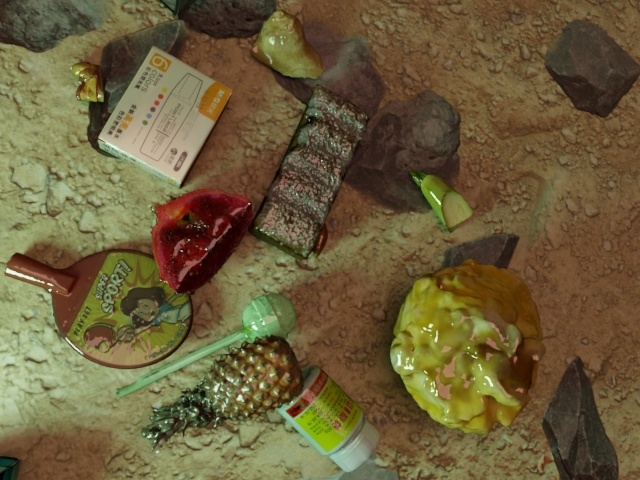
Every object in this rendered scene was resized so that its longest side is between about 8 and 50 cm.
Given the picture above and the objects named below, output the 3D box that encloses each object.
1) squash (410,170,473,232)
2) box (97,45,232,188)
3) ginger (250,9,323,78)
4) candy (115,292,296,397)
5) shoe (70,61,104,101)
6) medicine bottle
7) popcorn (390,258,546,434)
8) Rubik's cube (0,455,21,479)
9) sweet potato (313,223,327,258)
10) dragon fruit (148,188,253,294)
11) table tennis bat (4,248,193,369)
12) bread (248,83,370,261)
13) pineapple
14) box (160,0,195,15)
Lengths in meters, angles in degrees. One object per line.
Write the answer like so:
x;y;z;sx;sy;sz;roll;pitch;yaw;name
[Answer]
0.316;-0.118;1.616;0.090;0.075;0.200;-42;92;8;squash
-0.363;-0.289;1.444;0.220;0.091;0.274;26;76;-11;box
-0.063;-0.501;1.556;0.193;0.122;0.115;23;56;-17;ginger
-0.255;0.252;1.394;0.439;0.119;0.119;-27;89;-11;candy
-0.539;-0.370;1.418;0.069;0.072;0.109;-12;85;-22;shoe
0.018;0.410;1.411;0.225;0.139;0.139;46;73;-4;medicine bottle
0.340;0.250;1.442;0.344;0.354;0.390;11;34;7;popcorn
-0.702;0.508;1.173;0.180;0.183;0.167;12;79;-15;Rubik's cube
0.000;0.000;1.529;0.034;0.034;0.095;16;75;-13;sweet potato
-0.294;-0.023;1.402;0.211;0.134;0.262;40;79;8;dragon fruit
-0.485;0.129;1.355;0.414;0.051;0.268;23;65;-8;table tennis bat
-0.026;-0.168;1.509;0.165;0.113;0.417;25;76;-8;bread
-0.214;0.332;1.309;0.361;0.175;0.175;-26;89;-5;pineapple
-0.378;-0.695;1.458;0.252;0.188;0.153;42;73;-8;box
